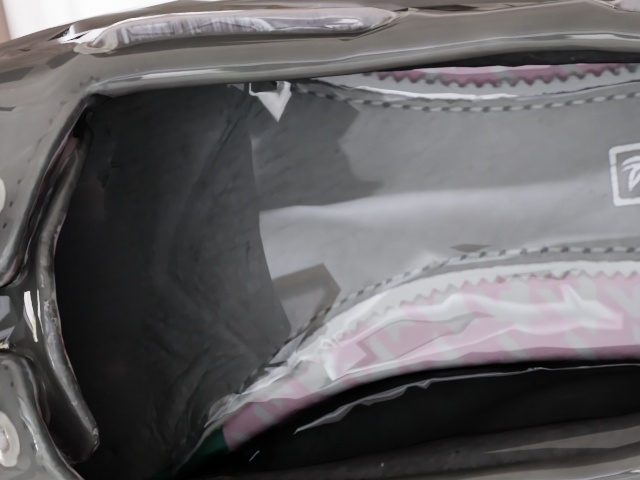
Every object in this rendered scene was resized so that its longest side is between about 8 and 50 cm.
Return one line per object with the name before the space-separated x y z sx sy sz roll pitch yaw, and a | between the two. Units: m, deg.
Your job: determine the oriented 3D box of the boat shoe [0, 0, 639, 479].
boat shoe | 0.000 0.000 0.375 0.335 0.112 0.095 -9 180 15
